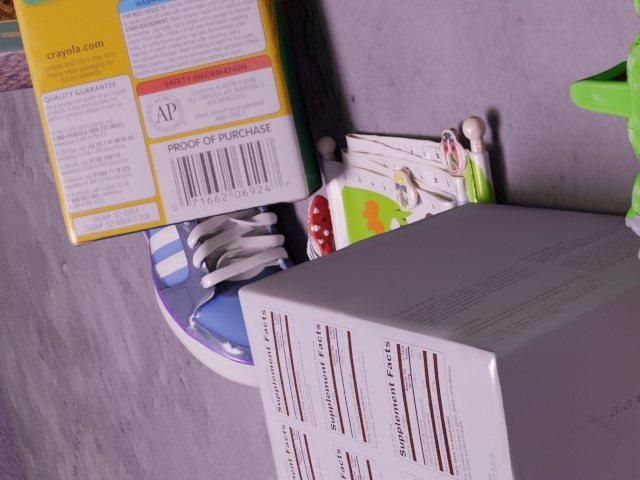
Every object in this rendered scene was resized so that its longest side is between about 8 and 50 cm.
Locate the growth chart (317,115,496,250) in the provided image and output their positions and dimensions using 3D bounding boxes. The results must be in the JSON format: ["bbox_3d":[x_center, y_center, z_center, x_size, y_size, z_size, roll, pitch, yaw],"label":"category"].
[{"bbox_3d":[0.067,-0.006,0.798,0.237,0.021,0.172,7,113,61],"label":"growth chart"}]

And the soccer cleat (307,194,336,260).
[{"bbox_3d":[0.000,0.000,0.915,0.035,0.029,0.083,13,122,54],"label":"soccer cleat"}]

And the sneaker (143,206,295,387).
[{"bbox_3d":[-0.100,-0.049,0.955,0.323,0.130,0.236,56,153,38],"label":"sneaker"}]

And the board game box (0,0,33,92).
[{"bbox_3d":[-0.288,-0.303,1.010,0.141,0.232,0.291,-19,90,47],"label":"board game box"}]

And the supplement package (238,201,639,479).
[{"bbox_3d":[0.098,0.079,0.583,0.203,0.194,0.149,9,114,53],"label":"supplement package"}]

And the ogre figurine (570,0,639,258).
[{"bbox_3d":[0.179,-0.067,0.452,0.097,0.118,0.197,45,143,40],"label":"ogre figurine"}]

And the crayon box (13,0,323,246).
[{"bbox_3d":[-0.132,-0.175,0.852,0.083,0.203,0.323,-46,-56,-78],"label":"crayon box"}]
